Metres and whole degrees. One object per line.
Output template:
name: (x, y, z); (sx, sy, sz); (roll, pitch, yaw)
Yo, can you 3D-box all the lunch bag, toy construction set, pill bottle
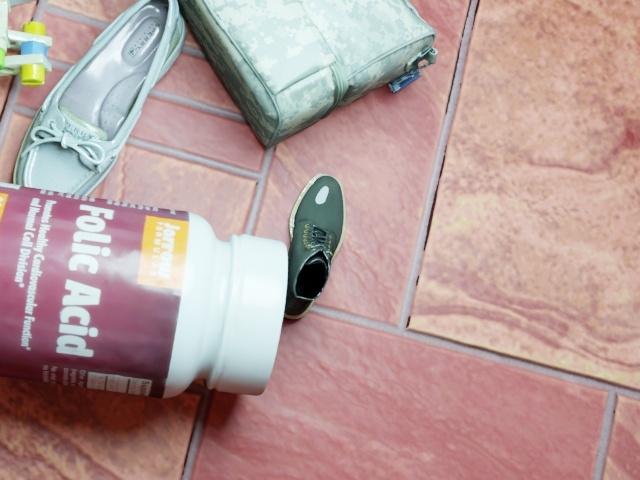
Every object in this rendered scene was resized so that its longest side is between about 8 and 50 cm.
lunch bag: (-0.026, -0.300, 1.407); (0.256, 0.212, 0.305); (-32, 86, -9)
toy construction set: (-0.492, -0.237, 1.314); (0.328, 0.215, 0.151); (-15, 80, -9)
pill bottle: (-0.247, 0.064, 1.293); (0.392, 0.224, 0.224); (9, 78, -10)

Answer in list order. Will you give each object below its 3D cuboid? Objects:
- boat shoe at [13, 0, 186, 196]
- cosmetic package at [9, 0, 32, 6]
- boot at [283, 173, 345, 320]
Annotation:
boat shoe: (-0.278, -0.175, 1.386); (0.118, 0.103, 0.320); (36, 83, -3)
cosmetic package: (-0.394, -0.516, 1.375); (0.156, 0.217, 0.385); (-19, 86, -14)
boot: (0.000, 0.000, 1.399); (0.077, 0.137, 0.198); (15, 77, -9)
